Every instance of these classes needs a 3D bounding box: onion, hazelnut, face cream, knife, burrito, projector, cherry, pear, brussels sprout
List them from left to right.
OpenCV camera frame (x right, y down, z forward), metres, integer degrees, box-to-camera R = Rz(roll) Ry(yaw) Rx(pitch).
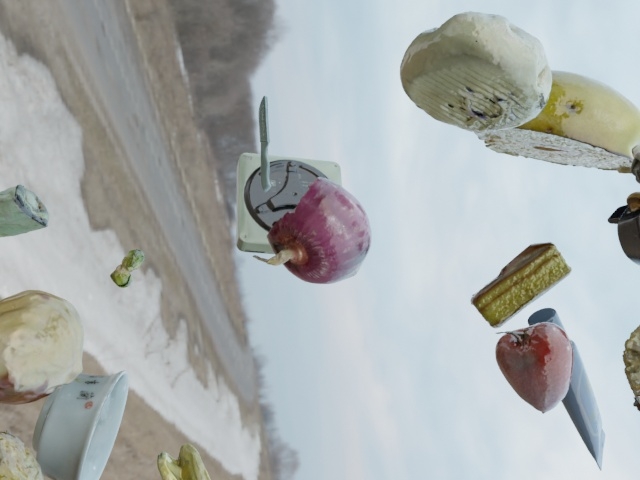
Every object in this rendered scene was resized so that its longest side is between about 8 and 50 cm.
[{"bbox_3d":[-0.738,-0.052,1.890,0.144,0.229,0.089,58,21,-59],"label":"burrito"},{"bbox_3d":[-0.615,0.227,1.761,0.261,0.241,0.261,-60,-174,10],"label":"hazelnut"},{"bbox_3d":[-0.388,0.055,1.681,0.083,0.046,0.051,-60,-178,10],"label":"brussels sprout"},{"bbox_3d":[-0.118,-0.204,1.779,0.028,0.015,0.210,-22,-113,54],"label":"knife"},{"bbox_3d":[-0.071,-0.090,2.016,0.079,0.257,0.259,114,-23,-55],"label":"projector"},{"bbox_3d":[0.007,-0.008,1.568,0.207,0.200,0.200,-52,-149,27],"label":"onion"},{"bbox_3d":[0.298,0.169,1.173,0.087,0.106,0.126,-43,133,-53],"label":"cherry"},{"bbox_3d":[0.560,-0.288,1.927,0.340,0.386,0.191,16,88,-60],"label":"pear"},{"bbox_3d":[0.576,0.331,1.914,0.385,0.086,0.135,63,30,-15],"label":"face cream"}]

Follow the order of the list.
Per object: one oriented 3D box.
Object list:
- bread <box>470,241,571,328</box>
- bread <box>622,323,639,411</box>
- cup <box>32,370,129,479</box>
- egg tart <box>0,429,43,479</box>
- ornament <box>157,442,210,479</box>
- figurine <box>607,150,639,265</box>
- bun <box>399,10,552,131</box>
[{"bbox_3d":[0.473,0.104,2.012,0.110,0.234,0.184,52,5,9],"label":"bread"},{"bbox_3d":[0.716,0.244,1.600,0.149,0.274,0.274,64,10,-51],"label":"bread"},{"bbox_3d":[-0.631,0.484,2.168,0.347,0.163,0.347,16,90,-89],"label":"cup"},{"bbox_3d":[-0.538,0.399,1.398,0.241,0.106,0.241,55,-5,7],"label":"egg tart"},{"bbox_3d":[-0.175,0.391,1.163,0.180,0.059,0.201,59,-24,29],"label":"ornament"},{"bbox_3d":[0.632,-0.021,1.471,0.308,0.143,0.308,44,-39,51],"label":"figurine"},{"bbox_3d":[0.285,-0.307,1.518,0.273,0.273,0.168,94,10,-66],"label":"bun"}]
